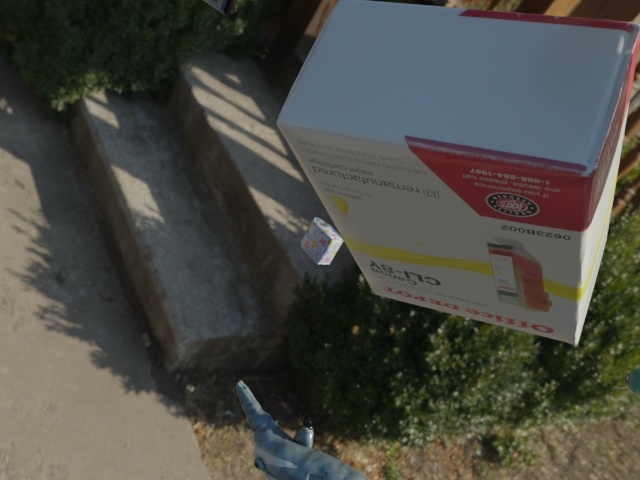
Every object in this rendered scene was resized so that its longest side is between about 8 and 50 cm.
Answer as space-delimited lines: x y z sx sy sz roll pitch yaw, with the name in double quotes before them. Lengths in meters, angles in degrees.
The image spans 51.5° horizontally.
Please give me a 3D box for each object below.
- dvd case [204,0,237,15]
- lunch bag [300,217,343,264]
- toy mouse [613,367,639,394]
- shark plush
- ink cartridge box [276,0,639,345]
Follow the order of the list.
"dvd case" -0.187 -0.413 0.797 0.253 0.180 0.022 33 47 -1
"lunch bag" 0.000 0.000 1.424 0.053 0.071 0.083 0 36 -50
"toy mouse" 0.535 0.230 1.049 0.161 0.143 0.031 31 49 -37
"shark plush" -0.024 0.198 0.635 0.161 0.067 0.073 44 4 35
"ink cartridge box" 0.161 -0.051 0.716 0.279 0.384 0.160 13 68 25
